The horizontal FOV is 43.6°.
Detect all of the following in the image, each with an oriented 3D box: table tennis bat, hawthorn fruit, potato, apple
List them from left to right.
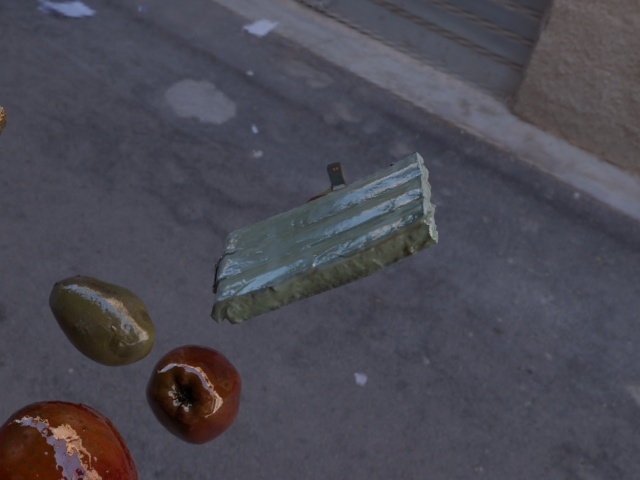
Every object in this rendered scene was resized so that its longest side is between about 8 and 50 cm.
[{"bbox_3d":[-0.369,0.392,1.206,0.300,0.254,0.254,31,38,13],"label":"hawthorn fruit"},{"bbox_3d":[-0.431,0.155,1.569,0.235,0.178,0.160,29,44,21],"label":"potato"},{"bbox_3d":[-0.287,0.344,1.810,0.234,0.234,0.234,10,36,-7],"label":"apple"},{"bbox_3d":[0.040,-0.082,1.541,0.154,0.021,0.274,-12,31,2],"label":"table tennis bat"}]

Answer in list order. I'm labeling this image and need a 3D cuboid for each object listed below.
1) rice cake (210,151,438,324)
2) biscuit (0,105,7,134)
[{"bbox_3d":[0.000,0.000,0.710,0.211,0.038,0.124,-20,32,15],"label":"rice cake"},{"bbox_3d":[-0.709,-0.183,1.672,0.031,0.228,0.176,31,65,-19],"label":"biscuit"}]
